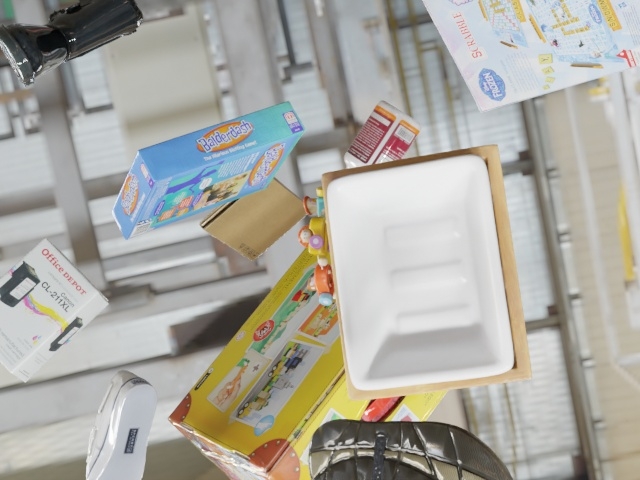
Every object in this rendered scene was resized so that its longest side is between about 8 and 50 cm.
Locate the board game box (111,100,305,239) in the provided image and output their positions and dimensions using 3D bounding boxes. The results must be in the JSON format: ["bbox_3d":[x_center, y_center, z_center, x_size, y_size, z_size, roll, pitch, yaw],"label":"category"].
[{"bbox_3d":[-0.138,-0.085,1.495,0.210,0.047,0.160,-21,164,-30],"label":"board game box"}]

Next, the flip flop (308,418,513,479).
[{"bbox_3d":[0.097,0.243,1.272,0.080,0.112,0.277,16,168,-40],"label":"flip flop"}]

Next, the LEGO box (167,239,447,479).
[{"bbox_3d":[0.026,0.211,2.114,0.500,0.193,0.372,-51,-152,-16],"label":"LEGO box"}]

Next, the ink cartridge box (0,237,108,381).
[{"bbox_3d":[-0.426,0.102,1.837,0.175,0.127,0.072,-45,164,-10],"label":"ink cartridge box"}]

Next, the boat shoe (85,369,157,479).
[{"bbox_3d":[-0.340,0.340,2.033,0.095,0.258,0.084,16,-172,-41],"label":"boat shoe"}]

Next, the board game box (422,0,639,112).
[{"bbox_3d":[0.348,-0.366,1.940,0.318,0.318,0.066,-14,-131,20],"label":"board game box"}]

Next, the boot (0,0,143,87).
[{"bbox_3d":[-0.363,-0.310,1.791,0.207,0.094,0.246,-29,-169,-7],"label":"boot"}]

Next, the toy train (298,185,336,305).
[{"bbox_3d":[0.000,0.000,1.710,0.046,0.166,0.125,0,147,15],"label":"toy train"}]

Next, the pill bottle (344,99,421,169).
[{"bbox_3d":[0.094,-0.149,2.038,0.086,0.152,0.086,33,-175,-3],"label":"pill bottle"}]

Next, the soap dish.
[{"bbox_3d":[0.133,0.042,1.530,0.229,0.290,0.118,-9,172,17],"label":"soap dish"}]

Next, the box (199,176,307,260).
[{"bbox_3d":[-0.121,-0.046,2.376,0.164,0.021,0.201,-41,149,8],"label":"box"}]
